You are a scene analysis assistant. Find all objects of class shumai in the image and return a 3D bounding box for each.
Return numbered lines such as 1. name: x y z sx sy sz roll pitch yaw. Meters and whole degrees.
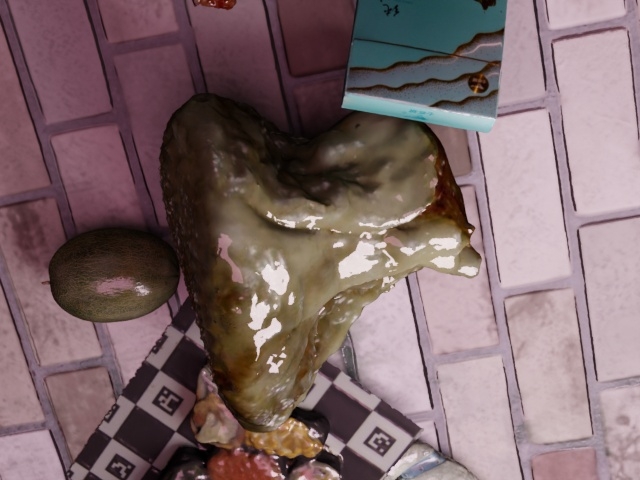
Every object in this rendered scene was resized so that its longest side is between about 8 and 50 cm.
1. shumai: 0.000 0.000 1.415 0.323 0.324 0.398 -16 132 -9

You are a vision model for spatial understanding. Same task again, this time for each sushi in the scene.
1. sushi: -0.108 0.285 1.634 0.343 0.064 0.359 35 111 -3

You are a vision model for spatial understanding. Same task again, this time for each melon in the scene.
1. melon: -0.251 0.042 1.532 0.167 0.114 0.114 -8 113 2

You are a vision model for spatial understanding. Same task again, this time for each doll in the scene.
1. doll: 0.159 0.333 1.672 0.214 0.071 0.103 39 99 -5

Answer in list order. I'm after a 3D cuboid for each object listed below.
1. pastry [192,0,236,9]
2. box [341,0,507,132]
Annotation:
1. pastry: -0.079 -0.336 1.352 0.115 0.097 0.208 25 138 -14
2. box: 0.116 -0.234 1.361 0.162 0.229 0.041 10 158 -2
